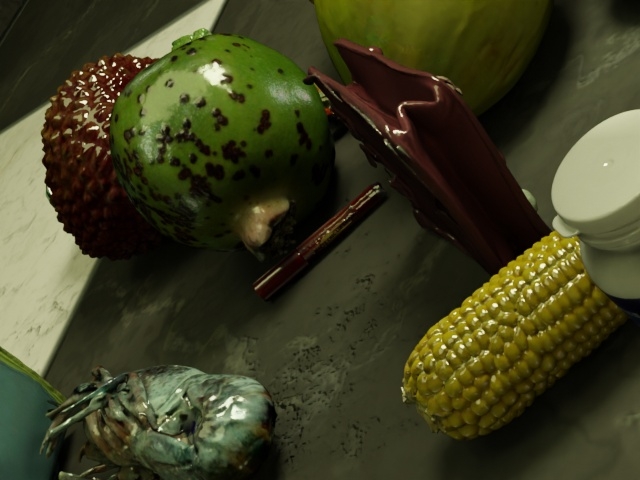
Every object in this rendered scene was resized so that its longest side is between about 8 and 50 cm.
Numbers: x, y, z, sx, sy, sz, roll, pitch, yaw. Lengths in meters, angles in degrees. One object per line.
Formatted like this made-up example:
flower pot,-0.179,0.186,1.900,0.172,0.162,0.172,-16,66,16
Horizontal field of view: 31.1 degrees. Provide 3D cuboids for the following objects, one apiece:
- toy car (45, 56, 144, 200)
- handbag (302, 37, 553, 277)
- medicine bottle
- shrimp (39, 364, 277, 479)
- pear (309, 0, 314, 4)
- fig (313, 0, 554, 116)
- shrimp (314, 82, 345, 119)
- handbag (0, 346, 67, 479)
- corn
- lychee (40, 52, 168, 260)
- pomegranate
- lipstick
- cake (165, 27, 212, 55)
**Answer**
toy car,-0.301,-0.132,1.710,0.125,0.136,0.306,-50,17,53
handbag,0.093,-0.070,0.972,0.074,0.203,0.216,-42,28,-1
medicine bottle,0.225,0.012,0.684,0.107,0.191,0.107,-36,31,26
shrimp,-0.194,0.178,1.123,0.372,0.172,0.137,-13,50,39
pear,0.073,-0.383,1.334,0.271,0.271,0.271,-36,31,25
fig,0.100,-0.225,1.123,0.239,0.239,0.271,5,76,58
shrimp,-0.003,-0.160,1.376,0.101,0.042,0.190,-33,24,-25
handbag,-0.420,0.276,1.285,0.263,0.222,0.241,-36,26,23
corn,0.171,0.046,0.836,0.260,0.091,0.091,-43,31,11
lychee,-0.246,-0.096,1.483,0.271,0.271,0.271,-36,31,25
pomegranate,-0.098,-0.092,1.252,0.254,0.254,0.270,-41,64,17
lipstick,0.000,0.000,1.212,0.176,0.027,0.027,-41,29,14
cake,-0.195,-0.189,1.647,0.099,0.100,0.235,-20,40,44
